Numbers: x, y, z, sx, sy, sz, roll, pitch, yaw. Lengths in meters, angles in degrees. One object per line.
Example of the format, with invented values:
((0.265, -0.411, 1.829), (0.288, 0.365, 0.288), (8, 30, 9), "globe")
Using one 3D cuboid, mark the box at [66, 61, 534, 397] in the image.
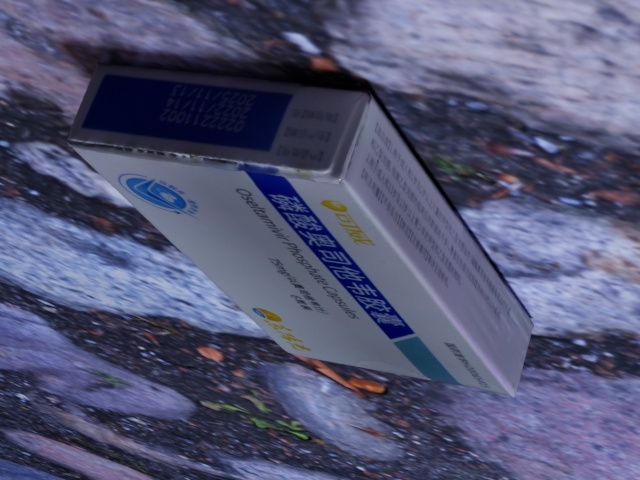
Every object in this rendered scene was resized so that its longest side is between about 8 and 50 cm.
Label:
((0.000, 0.000, 1.134), (0.200, 0.065, 0.343), (9, 158, 29), "box")
